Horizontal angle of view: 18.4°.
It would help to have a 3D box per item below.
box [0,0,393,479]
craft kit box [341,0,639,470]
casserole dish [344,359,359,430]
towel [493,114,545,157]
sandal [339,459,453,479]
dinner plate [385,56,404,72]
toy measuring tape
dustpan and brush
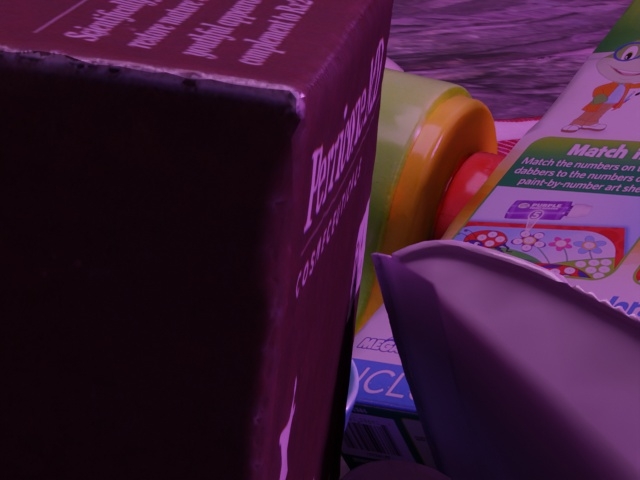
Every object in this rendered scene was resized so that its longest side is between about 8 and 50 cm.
[{"bbox_3d":[-0.082,0.036,0.435,0.167,0.203,0.168,9,18,6],"label":"box"},{"bbox_3d":[0.162,0.000,0.637,0.250,0.061,0.246,6,46,42],"label":"craft kit box"},{"bbox_3d":[-0.072,0.044,0.613,0.114,0.037,0.188,-32,46,-31],"label":"casserole dish"},{"bbox_3d":[0.180,-0.017,1.019,0.237,0.037,0.329,-6,20,-39],"label":"towel"},{"bbox_3d":[0.061,0.111,0.379,0.067,0.040,0.179,-7,58,-54],"label":"sandal"},{"bbox_3d":[-0.012,-0.128,1.346,0.141,0.017,0.141,7,18,-2],"label":"dinner plate"},{"bbox_3d":[0.000,0.000,0.749,0.121,0.121,0.330,14,18,21],"label":"toy measuring tape"},{"bbox_3d":[0.113,0.079,0.475,0.060,0.147,0.211,-41,59,-14],"label":"dustpan and brush"}]
